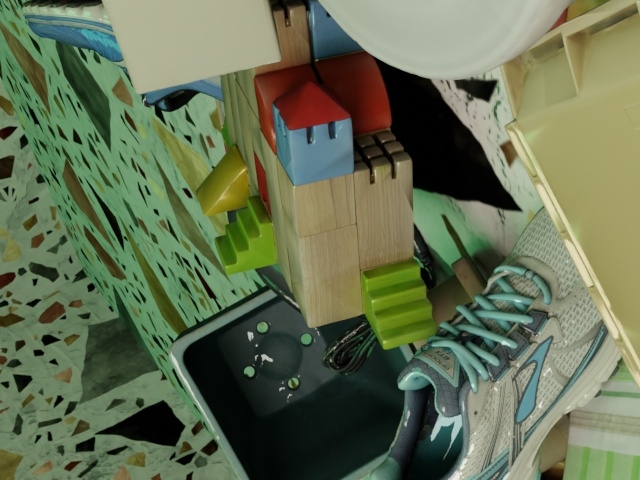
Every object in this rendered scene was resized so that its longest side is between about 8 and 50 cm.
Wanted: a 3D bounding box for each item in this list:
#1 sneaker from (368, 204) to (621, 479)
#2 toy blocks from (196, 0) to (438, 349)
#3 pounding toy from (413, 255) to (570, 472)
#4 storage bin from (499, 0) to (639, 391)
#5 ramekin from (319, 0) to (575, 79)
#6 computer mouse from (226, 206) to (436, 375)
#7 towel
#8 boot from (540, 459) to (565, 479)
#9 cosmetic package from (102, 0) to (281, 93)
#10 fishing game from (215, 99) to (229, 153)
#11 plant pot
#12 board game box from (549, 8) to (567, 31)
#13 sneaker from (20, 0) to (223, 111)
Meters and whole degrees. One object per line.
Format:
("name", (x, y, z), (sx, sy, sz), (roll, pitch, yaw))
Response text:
("sneaker", (0.128, 0.093, 0.705), (0.122, 0.283, 0.110), (21, -177, -37))
("toy blocks", (-0.017, -0.120, 0.849), (0.381, 0.191, 0.261), (-118, 18, -50))
("pounding toy", (0.193, 0.118, 0.854), (0.269, 0.155, 0.154), (60, -169, 26))
("storage bin", (0.241, -0.022, 0.465), (0.260, 0.123, 0.262), (62, 160, -5))
("ramekin", (0.068, -0.228, 0.493), (0.273, 0.127, 0.273), (48, 157, 28))
("computer mouse", (0.000, 0.000, 1.032), (0.184, 0.060, 0.262), (-42, 73, 27))
("towel", (0.222, 0.109, 0.707), (0.113, 0.023, 0.152), (166, 116, -72))
("boot", (0.192, 0.248, 0.998), (0.262, 0.095, 0.203), (49, 158, 21))
("cosmetic package", (-0.116, -0.271, 0.631), (0.160, 0.113, 0.309), (-103, 0, -47))
("fishing game", (-0.059, -0.108, 1.180), (0.264, 0.041, 0.189), (39, 145, 51))
("plant pot", (-0.035, 0.164, 1.231), (0.248, 0.247, 0.252), (62, 170, -7))
("board game box", (0.105, -0.261, 0.586), (0.145, 0.027, 0.281), (44, 155, 33))
("sneaker", (-0.206, -0.217, 1.107), (0.330, 0.130, 0.147), (18, 131, 30))
